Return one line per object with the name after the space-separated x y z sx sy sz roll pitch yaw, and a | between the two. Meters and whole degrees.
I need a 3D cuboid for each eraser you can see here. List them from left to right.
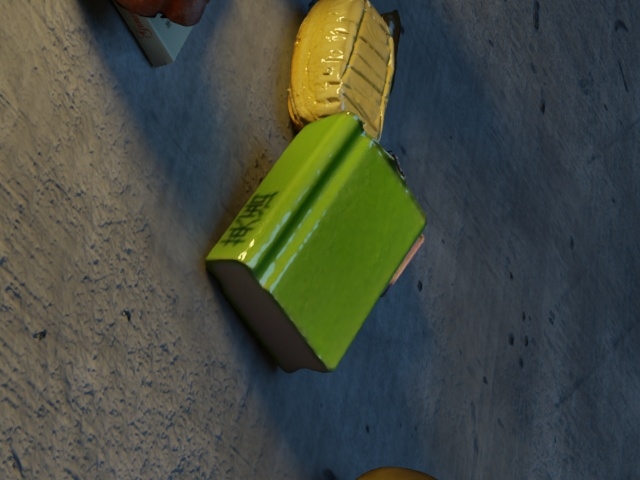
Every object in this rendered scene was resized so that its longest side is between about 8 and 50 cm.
0.000 0.000 1.920 0.210 0.092 0.274 54 52 -30 | eraser

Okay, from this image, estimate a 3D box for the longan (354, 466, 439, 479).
0.102 0.396 1.914 0.215 0.246 0.246 25 57 -43 | longan

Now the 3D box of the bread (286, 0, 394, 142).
0.024 -0.218 2.105 0.140 0.106 0.236 50 39 -42 | bread

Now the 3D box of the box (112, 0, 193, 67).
-0.176 -0.327 1.845 0.139 0.035 0.245 57 34 -32 | box

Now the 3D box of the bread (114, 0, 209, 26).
-0.179 -0.368 1.717 0.190 0.123 0.244 23 44 -11 | bread

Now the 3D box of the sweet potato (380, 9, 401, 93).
0.062 -0.218 2.227 0.077 0.077 0.243 43 55 -48 | sweet potato

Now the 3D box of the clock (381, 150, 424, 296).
0.064 -0.018 2.144 0.192 0.071 0.147 -51 125 -56 | clock
